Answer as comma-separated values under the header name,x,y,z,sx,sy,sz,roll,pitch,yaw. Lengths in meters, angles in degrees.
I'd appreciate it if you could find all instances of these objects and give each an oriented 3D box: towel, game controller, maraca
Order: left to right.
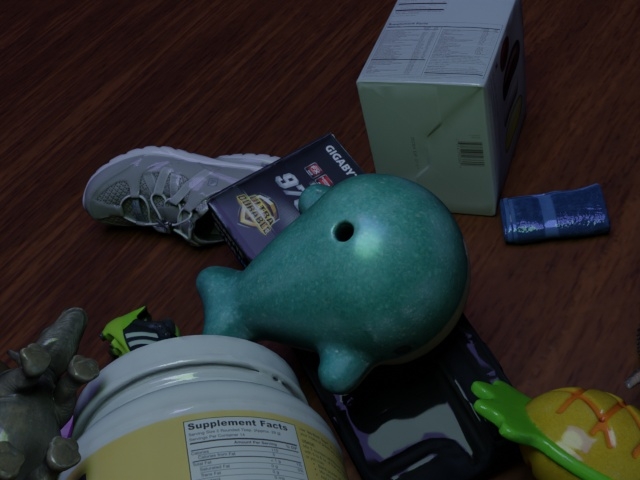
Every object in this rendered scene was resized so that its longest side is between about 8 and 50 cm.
name,x,y,z,sx,sy,sz,roll,pitch,yaw
game controller,0.064,0.102,0.887,0.166,0.067,0.319,-32,58,2
towel,0.267,-0.029,1.024,0.119,0.029,0.067,-6,44,10
maraca,0.213,0.169,0.757,0.186,0.099,0.127,25,11,0

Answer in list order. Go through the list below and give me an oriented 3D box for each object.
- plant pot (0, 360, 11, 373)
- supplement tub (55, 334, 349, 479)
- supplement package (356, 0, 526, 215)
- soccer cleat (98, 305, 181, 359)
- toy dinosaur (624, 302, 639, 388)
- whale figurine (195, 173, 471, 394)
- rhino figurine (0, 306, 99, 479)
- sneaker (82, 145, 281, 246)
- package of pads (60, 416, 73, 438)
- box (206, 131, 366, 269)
name,x,y,z,sx,sy,sz,roll,pitch,yaw
plant pot,-0.329,0.249,0.739,0.263,0.263,0.229,-33,43,-17
supplement tub,-0.080,0.259,0.674,0.241,0.241,0.331,-18,42,-2
supplement package,0.156,-0.172,1.085,0.149,0.194,0.203,6,48,22
soccer cleat,-0.174,0.125,0.976,0.072,0.060,0.179,-35,43,-21
toy dinosaur,0.374,0.042,0.858,0.296,0.127,0.200,-40,39,-7
whale figurine,-0.003,0.033,0.824,0.272,0.141,0.216,-14,62,15
rhino figurine,-0.228,0.130,0.704,0.106,0.073,0.243,-50,21,23
sneaker,-0.172,-0.048,1.121,0.281,0.105,0.115,-4,44,13
package of pads,-0.296,0.212,0.941,0.083,0.032,0.050,-6,45,11
box,0.000,0.000,1.015,0.175,0.051,0.220,-29,62,-15
